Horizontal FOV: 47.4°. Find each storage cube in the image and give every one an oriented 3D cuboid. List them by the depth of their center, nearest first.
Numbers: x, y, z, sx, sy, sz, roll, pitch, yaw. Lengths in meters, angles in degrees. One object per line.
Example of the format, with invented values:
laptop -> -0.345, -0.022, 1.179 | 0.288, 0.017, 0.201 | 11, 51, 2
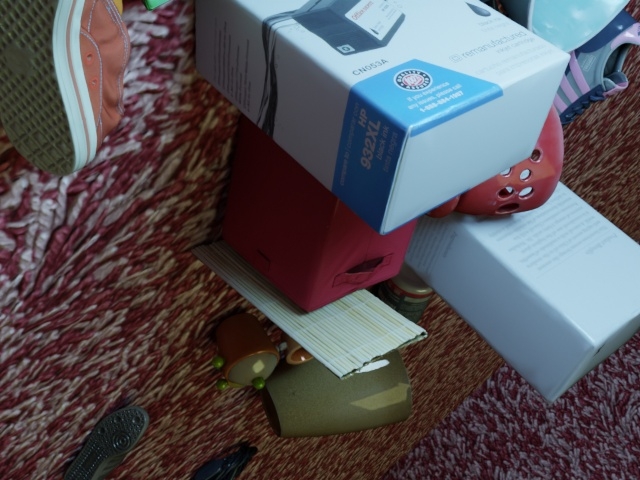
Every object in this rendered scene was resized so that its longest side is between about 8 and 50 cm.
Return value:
storage cube -> 0.004, -0.058, 0.952 | 0.184, 0.215, 0.193 | -19, 136, -40

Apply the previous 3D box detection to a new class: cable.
cable -> -0.213, 0.522, 1.616 | 0.184, 0.047, 0.150 | -32, 150, -25

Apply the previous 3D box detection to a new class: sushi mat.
sushi mat -> -0.023, 0.066, 0.967 | 0.151, 0.316, 0.019 | -22, 132, -36

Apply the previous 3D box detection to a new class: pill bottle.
pill bottle -> 0.170, 0.125, 1.535 | 0.108, 0.108, 0.180 | -23, 145, -37

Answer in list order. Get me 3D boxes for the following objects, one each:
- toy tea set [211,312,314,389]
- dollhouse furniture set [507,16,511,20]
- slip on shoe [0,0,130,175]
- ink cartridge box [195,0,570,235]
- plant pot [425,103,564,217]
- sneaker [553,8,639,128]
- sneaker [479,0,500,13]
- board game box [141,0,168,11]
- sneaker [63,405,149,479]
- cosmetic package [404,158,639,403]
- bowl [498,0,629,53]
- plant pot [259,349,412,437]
toy tea set -> -0.027, 0.180, 1.243 | 0.336, 0.124, 0.200 | -23, 147, -7
dollhouse furniture set -> 0.297, -0.259, 1.191 | 0.182, 0.101, 0.161 | -42, 153, -7
slip on shoe -> -0.210, -0.203, 0.576 | 0.331, 0.123, 0.101 | 100, 16, -45
ink cartridge box -> 0.048, -0.178, 0.733 | 0.223, 0.307, 0.129 | -28, 146, -30
plant pot -> 0.207, -0.124, 1.005 | 0.174, 0.191, 0.191 | -8, 141, -15
sneaker -> 0.510, -0.293, 1.406 | 0.112, 0.131, 0.319 | -26, 147, -33
sneaker -> 0.181, -0.266, 0.992 | 0.109, 0.130, 0.286 | -39, 153, -16
board game box -> -0.043, -0.351, 0.599 | 0.317, 0.046, 0.213 | -30, 148, -11
sneaker -> -0.339, 0.331, 1.182 | 0.188, 0.066, 0.071 | -44, 170, 9
cosmetic package -> 0.287, 0.001, 1.147 | 0.230, 0.453, 0.161 | -25, 148, -32
bowl -> 0.320, -0.414, 0.944 | 0.311, 0.163, 0.311 | -33, 150, -22
plant pot -> 0.014, 0.292, 1.463 | 0.254, 0.237, 0.237 | -17, 144, -18
